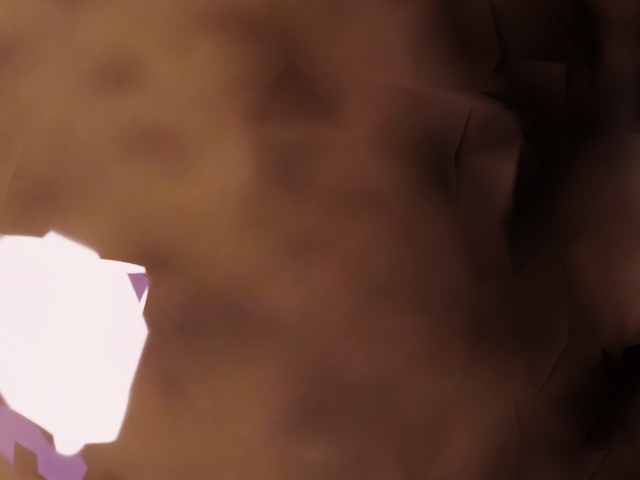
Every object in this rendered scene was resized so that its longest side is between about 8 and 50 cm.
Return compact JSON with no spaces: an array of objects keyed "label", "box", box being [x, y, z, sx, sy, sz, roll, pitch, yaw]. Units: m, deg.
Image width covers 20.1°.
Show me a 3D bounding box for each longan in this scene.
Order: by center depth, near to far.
[{"label":"longan","box":[0.000,0.000,0.639,0.391,0.391,0.391,42,156,24]}]
